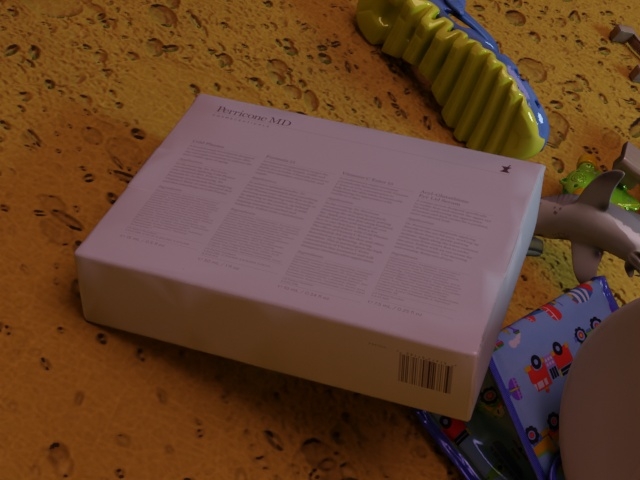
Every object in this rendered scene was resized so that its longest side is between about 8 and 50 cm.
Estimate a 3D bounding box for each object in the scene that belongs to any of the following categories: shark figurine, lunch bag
[{"bbox_3d":[0.370,0.015,1.397,0.278,0.166,0.116,46,35,12],"label":"shark figurine"},{"bbox_3d":[0.259,0.217,1.198,0.221,0.138,0.293,-23,78,-42],"label":"lunch bag"}]

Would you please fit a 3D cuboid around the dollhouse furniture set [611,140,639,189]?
[{"bbox_3d":[0.585,-0.119,1.553,0.356,0.174,0.303,35,42,-9],"label":"dollhouse furniture set"}]

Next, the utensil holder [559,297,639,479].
[{"bbox_3d":[0.461,0.162,1.094,0.386,0.327,0.327,-9,57,-38],"label":"utensil holder"}]

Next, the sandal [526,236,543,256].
[{"bbox_3d":[0.104,0.040,1.274,0.303,0.086,0.120,-16,18,-27],"label":"sandal"}]

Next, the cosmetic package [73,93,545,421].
[{"bbox_3d":[0.000,0.000,1.144,0.377,0.097,0.284,14,44,15],"label":"cosmetic package"}]

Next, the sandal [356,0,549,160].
[{"bbox_3d":[0.192,-0.235,1.541,0.138,0.126,0.317,-18,64,-44],"label":"sandal"}]

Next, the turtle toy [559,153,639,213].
[{"bbox_3d":[0.356,-0.043,1.499,0.130,0.066,0.095,28,44,-6],"label":"turtle toy"}]

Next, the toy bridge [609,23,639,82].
[{"bbox_3d":[0.497,-0.248,1.788,0.063,0.026,0.188,5,51,-28],"label":"toy bridge"}]
